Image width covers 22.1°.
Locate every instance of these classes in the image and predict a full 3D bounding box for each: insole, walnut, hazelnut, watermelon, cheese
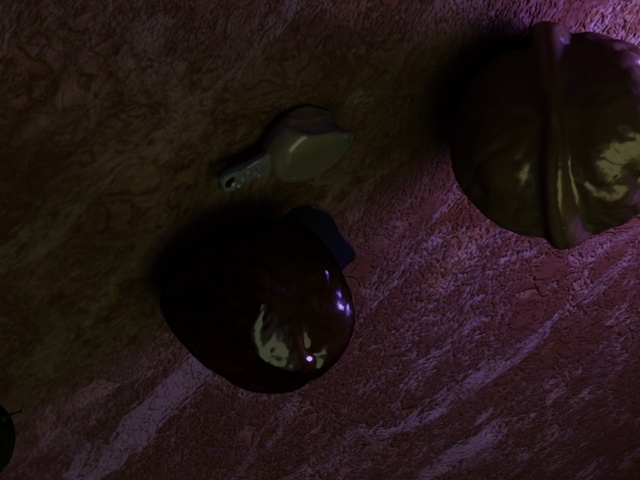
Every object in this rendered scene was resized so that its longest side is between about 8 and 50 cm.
[{"bbox_3d":[0.000,0.000,2.109,0.064,0.004,0.188,-40,148,2],"label":"insole"},{"bbox_3d":[0.304,-0.130,2.018,0.296,0.285,0.285,-5,151,14],"label":"walnut"},{"bbox_3d":[-0.075,0.072,1.972,0.218,0.218,0.234,-45,129,10],"label":"hazelnut"},{"bbox_3d":[-0.396,0.225,1.893,0.133,0.105,0.105,-35,149,13],"label":"watermelon"},{"bbox_3d":[-0.041,-0.104,1.900,0.171,0.047,0.092,-13,139,-34],"label":"cheese"}]
